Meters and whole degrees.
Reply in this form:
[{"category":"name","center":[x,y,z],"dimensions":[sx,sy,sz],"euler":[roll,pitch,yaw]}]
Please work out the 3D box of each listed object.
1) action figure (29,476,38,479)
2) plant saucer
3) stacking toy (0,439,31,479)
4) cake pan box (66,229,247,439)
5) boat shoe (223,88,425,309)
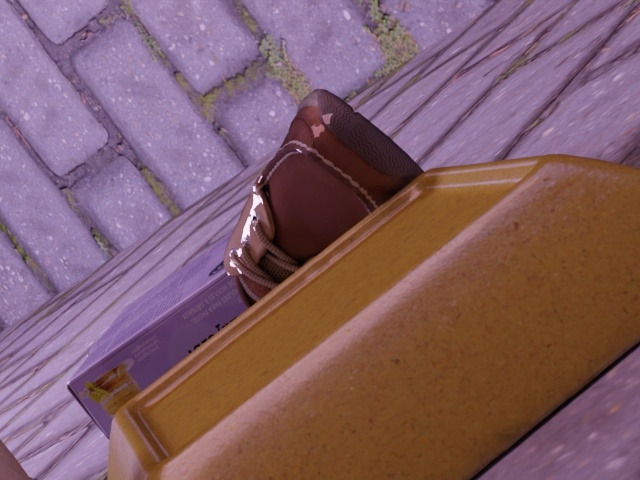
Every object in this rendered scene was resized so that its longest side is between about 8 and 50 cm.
[{"category":"action figure","center":[-0.226,0.201,1.143],"dimensions":[0.232,0.063,0.137],"euler":[-14,27,53]},{"category":"plant saucer","center":[0.017,0.060,0.841],"dimensions":[0.333,0.081,0.333],"euler":[-38,8,-8]},{"category":"stacking toy","center":[-0.360,0.266,0.743],"dimensions":[0.480,0.350,0.350],"euler":[-52,2,20]},{"category":"cake pan box","center":[-0.090,0.048,1.470],"dimensions":[0.246,0.070,0.267],"euler":[-34,8,9]},{"category":"boat shoe","center":[0.000,0.000,1.101],"dimensions":[0.116,0.123,0.324],"euler":[-49,-8,-13]}]
